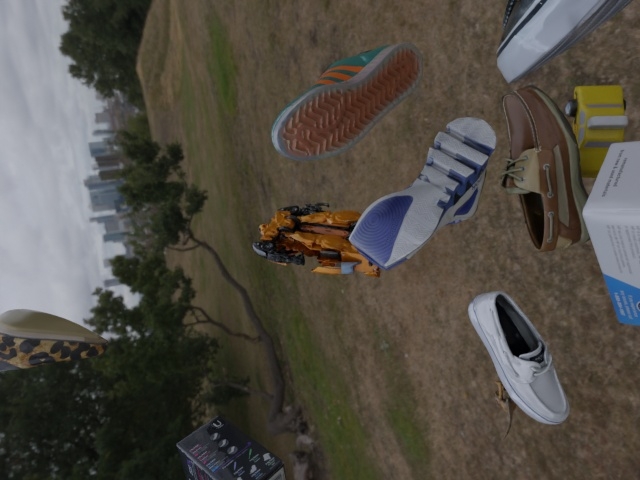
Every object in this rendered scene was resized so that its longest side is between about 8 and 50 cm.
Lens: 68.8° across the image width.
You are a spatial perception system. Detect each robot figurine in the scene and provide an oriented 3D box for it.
[{"bbox_3d":[0.000,0.000,1.020,0.211,0.291,0.085,-60,-31,-48],"label":"robot figurine"}]

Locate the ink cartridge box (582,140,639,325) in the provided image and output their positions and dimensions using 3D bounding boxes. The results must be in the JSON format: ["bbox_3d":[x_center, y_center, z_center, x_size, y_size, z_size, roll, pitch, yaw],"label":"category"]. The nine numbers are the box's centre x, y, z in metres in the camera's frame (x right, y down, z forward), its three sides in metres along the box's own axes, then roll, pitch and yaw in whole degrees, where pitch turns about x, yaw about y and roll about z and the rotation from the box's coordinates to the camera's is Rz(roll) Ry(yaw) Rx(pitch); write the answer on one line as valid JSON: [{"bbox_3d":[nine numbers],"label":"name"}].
[{"bbox_3d":[0.620,0.006,0.633,0.395,0.166,0.285,5,142,48],"label":"ink cartridge box"}]

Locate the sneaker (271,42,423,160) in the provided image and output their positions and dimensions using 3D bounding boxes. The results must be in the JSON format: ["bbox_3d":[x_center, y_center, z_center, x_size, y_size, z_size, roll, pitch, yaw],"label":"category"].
[{"bbox_3d":[0.030,-0.225,0.765,0.121,0.302,0.108,20,141,52],"label":"sneaker"}]

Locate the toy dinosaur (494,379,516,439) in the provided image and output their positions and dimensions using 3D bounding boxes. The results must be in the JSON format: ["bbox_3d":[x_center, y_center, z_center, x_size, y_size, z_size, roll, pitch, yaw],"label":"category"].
[{"bbox_3d":[0.504,0.439,1.251,0.211,0.064,0.112,6,-100,-73],"label":"toy dinosaur"}]

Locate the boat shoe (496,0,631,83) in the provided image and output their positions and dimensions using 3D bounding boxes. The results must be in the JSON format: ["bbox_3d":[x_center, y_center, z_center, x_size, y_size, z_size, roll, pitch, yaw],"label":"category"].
[{"bbox_3d":[0.209,-0.246,0.366,0.119,0.121,0.335,56,177,7],"label":"boat shoe"}]

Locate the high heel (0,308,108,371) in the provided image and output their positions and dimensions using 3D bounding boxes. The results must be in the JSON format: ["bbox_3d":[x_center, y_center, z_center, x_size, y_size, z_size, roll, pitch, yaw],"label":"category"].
[{"bbox_3d":[-0.406,0.182,0.578,0.093,0.261,0.186,-143,61,-79],"label":"high heel"}]

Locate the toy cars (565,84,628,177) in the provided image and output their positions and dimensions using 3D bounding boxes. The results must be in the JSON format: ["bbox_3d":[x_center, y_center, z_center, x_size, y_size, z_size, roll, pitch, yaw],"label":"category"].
[{"bbox_3d":[0.611,-0.292,0.891,0.176,0.393,0.087,44,-175,9],"label":"toy cars"}]

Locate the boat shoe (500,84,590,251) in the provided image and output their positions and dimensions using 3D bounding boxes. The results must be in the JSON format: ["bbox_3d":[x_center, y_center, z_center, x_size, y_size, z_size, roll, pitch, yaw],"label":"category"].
[{"bbox_3d":[0.410,-0.125,0.883,0.122,0.120,0.324,-136,22,-83],"label":"boat shoe"}]

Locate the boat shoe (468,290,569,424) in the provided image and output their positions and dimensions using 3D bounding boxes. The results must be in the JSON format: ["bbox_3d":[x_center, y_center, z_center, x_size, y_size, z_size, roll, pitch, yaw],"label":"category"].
[{"bbox_3d":[0.358,0.207,0.823,0.258,0.095,0.084,55,160,8],"label":"boat shoe"}]

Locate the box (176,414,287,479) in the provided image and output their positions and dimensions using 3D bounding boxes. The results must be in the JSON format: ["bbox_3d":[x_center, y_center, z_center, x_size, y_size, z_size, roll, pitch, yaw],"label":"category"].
[{"bbox_3d":[-0.222,0.599,1.191,0.270,0.143,0.165,15,120,41],"label":"box"}]

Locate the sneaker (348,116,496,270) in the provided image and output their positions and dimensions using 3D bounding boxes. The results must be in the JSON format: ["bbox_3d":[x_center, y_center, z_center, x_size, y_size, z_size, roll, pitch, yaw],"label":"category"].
[{"bbox_3d":[0.216,-0.060,0.883,0.127,0.315,0.182,43,-179,30],"label":"sneaker"}]
